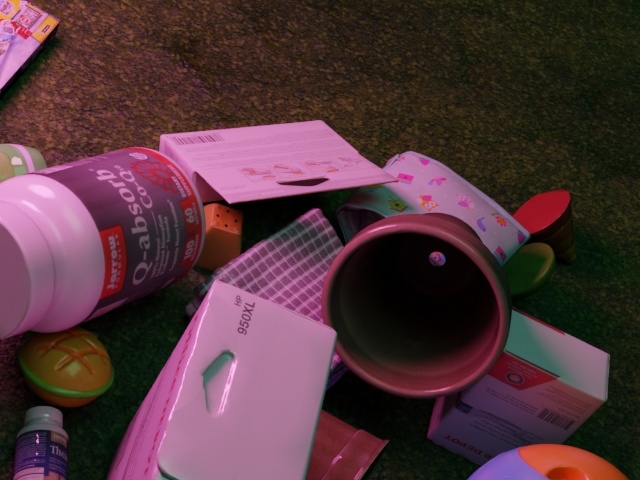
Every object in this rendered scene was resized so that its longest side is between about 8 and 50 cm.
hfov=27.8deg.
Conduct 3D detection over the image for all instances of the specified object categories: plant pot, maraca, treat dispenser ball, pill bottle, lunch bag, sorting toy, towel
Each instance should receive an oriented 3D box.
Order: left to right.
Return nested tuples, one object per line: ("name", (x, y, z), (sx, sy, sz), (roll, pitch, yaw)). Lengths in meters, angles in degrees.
("pill bottle", (-0.354, 0.274, 1.639), (0.067, 0.067, 0.120), (11, 49, -21))
("maraca", (-0.342, 0.157, 1.729), (0.127, 0.099, 0.185), (12, 23, -23))
("pill bottle", (-0.330, 0.004, 1.718), (0.210, 0.210, 0.363), (45, 29, 11))
("plant pot", (-0.155, -0.009, 1.975), (0.081, 0.083, 0.081), (18, 47, -16))
("towel", (-0.030, 0.099, 1.928), (0.235, 0.121, 0.284), (44, 46, 10))
("plant pot", (-0.020, 0.297, 1.752), (0.165, 0.167, 0.167), (32, 44, 10))
("plant pot", (0.149, 0.064, 1.860), (0.263, 0.263, 0.229), (33, 24, -1))
("lunch bag", (0.169, -0.011, 2.103), (0.262, 0.160, 0.223), (43, 47, 7))
("sorting toy", (0.376, 0.072, 2.213), (0.126, 0.127, 0.365), (51, 42, -25))
("treat dispenser ball", (0.307, 0.417, 1.730), (0.288, 0.288, 0.288), (15, 48, -17))

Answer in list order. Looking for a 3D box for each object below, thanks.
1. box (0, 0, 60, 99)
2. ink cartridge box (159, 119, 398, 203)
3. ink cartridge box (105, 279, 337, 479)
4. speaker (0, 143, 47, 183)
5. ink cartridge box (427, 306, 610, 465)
("box", (-0.538, -0.315, 2.046), (0.159, 0.044, 0.233), (30, 45, -3))
("ink cartridge box", (-0.070, -0.104, 2.025), (0.296, 0.066, 0.261), (-8, 31, -28))
("ink cartridge box", (-0.147, 0.283, 1.515), (0.166, 0.395, 0.285), (23, 46, -10))
("speaker", (-0.532, -0.064, 1.784), (0.296, 0.131, 0.131), (-8, 58, -33))
("ink cartridge box", (0.290, 0.233, 1.912), (0.172, 0.237, 0.100), (26, 42, -7))
